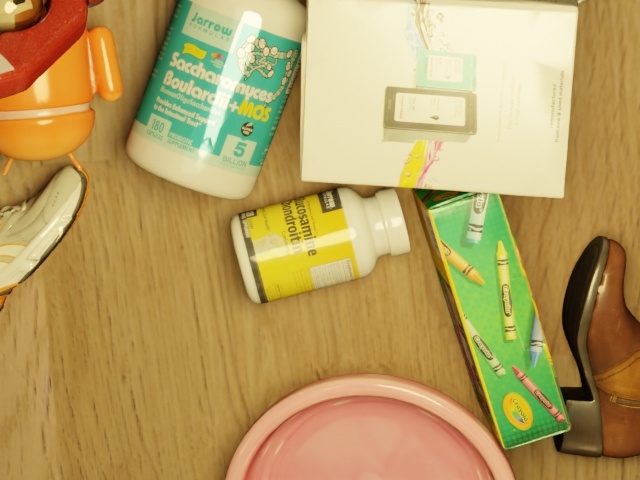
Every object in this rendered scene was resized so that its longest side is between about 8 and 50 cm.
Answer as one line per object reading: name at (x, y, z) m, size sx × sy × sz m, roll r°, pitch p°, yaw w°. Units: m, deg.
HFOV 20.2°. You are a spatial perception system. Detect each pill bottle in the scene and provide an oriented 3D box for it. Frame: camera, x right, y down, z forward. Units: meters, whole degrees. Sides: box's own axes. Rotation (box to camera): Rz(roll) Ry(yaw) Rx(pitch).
pill bottle at (0.000, 0.000, 1.955) m, size 0.184 × 0.103 × 0.103 m, roll -15°, pitch 100°, yaw -1°
pill bottle at (-0.098, -0.186, 1.896) m, size 0.146 × 0.146 × 0.264 m, roll 19°, pitch 98°, yaw -6°

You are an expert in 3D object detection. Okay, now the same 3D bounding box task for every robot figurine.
robot figurine at (-0.307, -0.179, 1.896) m, size 0.158 × 0.128 × 0.219 m, roll -12°, pitch 102°, yaw -38°

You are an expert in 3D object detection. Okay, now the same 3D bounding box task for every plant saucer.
plant saucer at (0.058, 0.296, 1.994) m, size 0.332 × 0.084 × 0.332 m, roll 2°, pitch 107°, yaw 7°

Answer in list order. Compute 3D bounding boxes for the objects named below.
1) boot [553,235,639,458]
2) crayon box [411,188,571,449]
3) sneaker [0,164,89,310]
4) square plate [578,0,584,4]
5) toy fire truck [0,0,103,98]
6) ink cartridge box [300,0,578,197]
boot at (0.414, 0.127, 2.007) m, size 0.280 × 0.096 × 0.264 m, roll 2°, pitch 99°, yaw -5°
crayon box at (0.183, 0.069, 1.947) m, size 0.081 × 0.165 × 0.278 m, roll -18°, pitch 101°, yaw 0°
sneaker at (-0.362, 0.004, 1.941) m, size 0.121 × 0.099 × 0.262 m, roll 42°, pitch 94°, yaw -5°
square plate at (0.273, -0.455, 1.922) m, size 0.344 × 0.049 × 0.347 m, roll -32°, pitch 100°, yaw 2°
toy fire truck at (-0.348, -0.278, 1.770) m, size 0.254 × 0.169 × 0.302 m, roll -22°, pitch 68°, yaw -25°
ink cartridge box at (0.124, -0.167, 1.860) m, size 0.270 × 0.198 × 0.197 m, roll 4°, pitch 105°, yaw 7°
